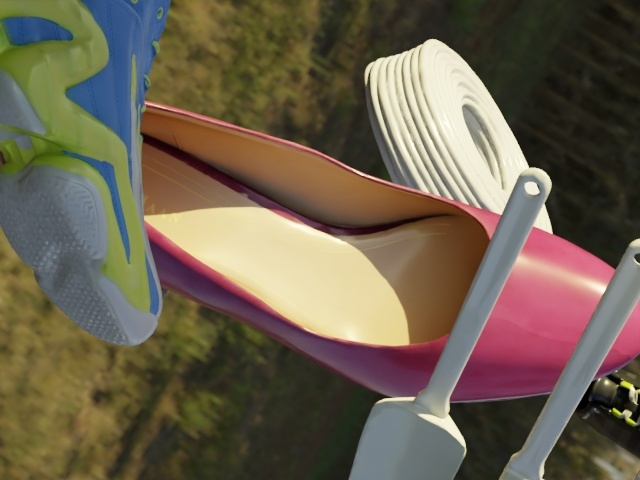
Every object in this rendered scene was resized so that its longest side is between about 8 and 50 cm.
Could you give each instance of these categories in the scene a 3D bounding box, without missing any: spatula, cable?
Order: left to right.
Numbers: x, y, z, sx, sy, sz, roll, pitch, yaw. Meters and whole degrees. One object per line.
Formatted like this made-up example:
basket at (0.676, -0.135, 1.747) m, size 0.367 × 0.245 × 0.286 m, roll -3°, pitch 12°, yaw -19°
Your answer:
cable at (0.139, -0.079, 1.489) m, size 0.089 × 0.257 × 0.257 m, roll -27°, pitch -148°, yaw 21°
spatula at (0.119, 0.086, 0.759) m, size 0.019 × 0.168 × 0.242 m, roll -48°, pitch 162°, yaw -54°

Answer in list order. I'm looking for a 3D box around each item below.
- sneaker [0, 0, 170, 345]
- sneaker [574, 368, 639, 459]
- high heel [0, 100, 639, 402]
sneaker at (-0.104, -0.070, 0.704) m, size 0.126 × 0.091 × 0.240 m, roll -39°, pitch 123°, yaw -31°
sneaker at (0.316, 0.178, 1.510) m, size 0.235 × 0.097 × 0.084 m, roll 17°, pitch -99°, yaw 59°
high heel at (0.000, 0.000, 0.839) m, size 0.181 × 0.377 × 0.127 m, roll 70°, pitch 30°, yaw -66°
